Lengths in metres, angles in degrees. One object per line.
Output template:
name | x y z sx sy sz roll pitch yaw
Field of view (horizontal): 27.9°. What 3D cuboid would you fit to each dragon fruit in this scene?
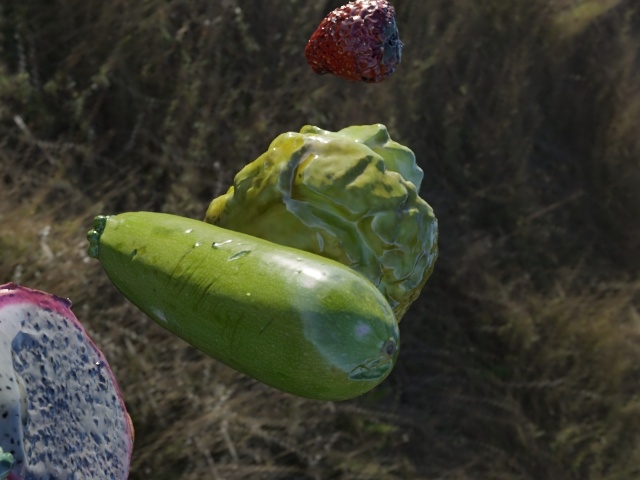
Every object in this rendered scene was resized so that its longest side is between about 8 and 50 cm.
dragon fruit | -0.345 0.191 1.339 0.290 0.189 0.291 54 23 -36

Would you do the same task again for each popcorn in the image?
popcorn | 0.000 0.000 1.150 0.204 0.221 0.184 54 48 -14

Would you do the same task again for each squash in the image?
squash | -0.045 0.025 0.633 0.066 0.201 0.066 -25 125 -42

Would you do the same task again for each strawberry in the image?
strawberry | 0.032 -0.186 1.223 0.083 0.096 0.083 -18 90 -75

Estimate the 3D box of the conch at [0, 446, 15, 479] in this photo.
conch | -0.302 0.165 0.823 0.134 0.202 0.196 36 33 -51
